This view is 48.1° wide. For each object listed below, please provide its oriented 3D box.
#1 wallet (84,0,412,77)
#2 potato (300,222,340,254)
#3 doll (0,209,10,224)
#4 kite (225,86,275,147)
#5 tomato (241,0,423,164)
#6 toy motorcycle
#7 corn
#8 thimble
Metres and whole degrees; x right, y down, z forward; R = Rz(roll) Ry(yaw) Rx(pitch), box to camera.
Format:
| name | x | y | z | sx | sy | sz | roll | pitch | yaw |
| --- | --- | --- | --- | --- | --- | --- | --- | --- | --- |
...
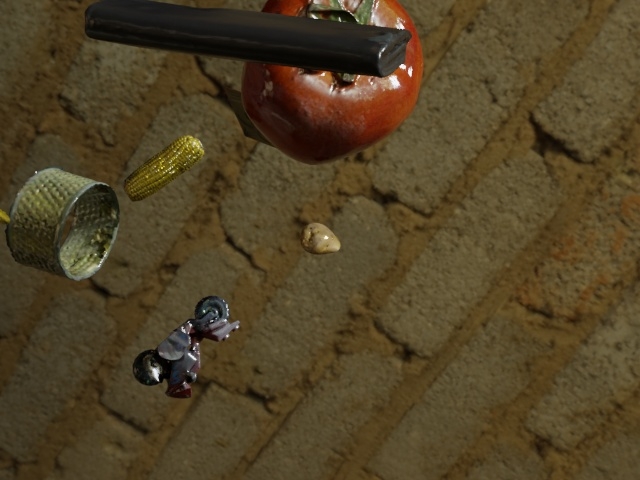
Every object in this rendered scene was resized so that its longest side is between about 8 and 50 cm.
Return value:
| name | x | y | z | sx | sy | sz | roll | pitch | yaw |
| --- | --- | --- | --- | --- | --- | --- | --- | --- | --- |
| wallet | -0.089 | -0.283 | 0.987 | 0.228 | 0.406 | 0.062 | -50 | 147 | -67 |
| potato | 0.000 | 0.000 | 1.461 | 0.062 | 0.083 | 0.068 | -14 | -119 | 41 |
| doll | -0.812 | 0.040 | 1.446 | 0.365 | 0.094 | 0.160 | -29 | 165 | -1 |
| kite | -0.173 | -0.370 | 2.319 | 0.328 | 0.377 | 0.013 | -9 | -133 | 56 |
| tomato | 0.009 | -0.309 | 1.322 | 0.341 | 0.341 | 0.273 | -57 | -173 | -17 |
| toy motorcycle | -0.236 | 0.203 | 1.321 | 0.213 | 0.122 | 0.082 | -43 | -177 | -15 |
| corn | -0.350 | -0.162 | 1.603 | 0.203 | 0.072 | 0.072 | -39 | -178 | -11 |
| thimble | -0.637 | -0.043 | 1.800 | 0.271 | 0.150 | 0.270 | 16 | 90 | -77 |
